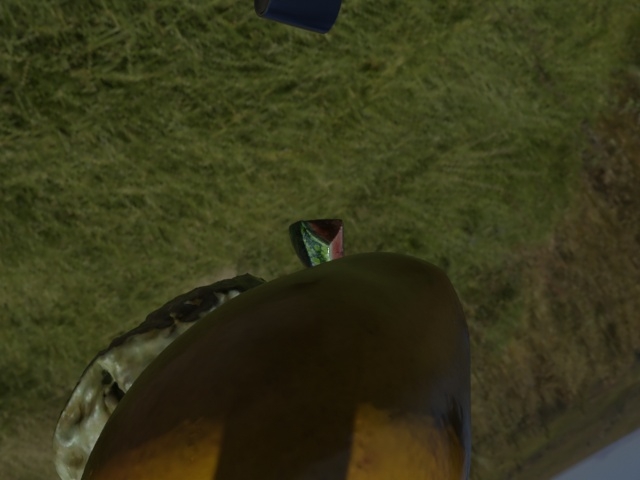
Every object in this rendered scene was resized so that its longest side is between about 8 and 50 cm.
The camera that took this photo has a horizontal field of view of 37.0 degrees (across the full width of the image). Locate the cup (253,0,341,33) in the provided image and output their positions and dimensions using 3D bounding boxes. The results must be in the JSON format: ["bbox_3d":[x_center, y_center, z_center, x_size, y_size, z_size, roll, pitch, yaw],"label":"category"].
[{"bbox_3d":[-0.025,-0.279,1.033,0.077,0.100,0.078,6,165,-23],"label":"cup"}]

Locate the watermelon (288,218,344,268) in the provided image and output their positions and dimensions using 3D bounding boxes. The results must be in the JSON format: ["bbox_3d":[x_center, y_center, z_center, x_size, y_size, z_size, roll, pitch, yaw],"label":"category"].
[{"bbox_3d":[-0.002,0.005,1.250,0.072,0.092,0.085,-20,130,-39],"label":"watermelon"}]

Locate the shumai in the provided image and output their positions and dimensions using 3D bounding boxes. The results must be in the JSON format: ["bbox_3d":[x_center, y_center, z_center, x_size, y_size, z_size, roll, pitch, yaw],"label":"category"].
[{"bbox_3d":[-0.100,0.233,1.092,0.292,0.288,0.330,11,121,-54],"label":"shumai"}]

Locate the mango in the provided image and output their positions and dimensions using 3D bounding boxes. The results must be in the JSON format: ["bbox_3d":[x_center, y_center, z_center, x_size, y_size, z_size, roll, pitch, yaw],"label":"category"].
[{"bbox_3d":[-0.011,0.136,0.643,0.264,0.221,0.378,-57,175,35],"label":"mango"}]
